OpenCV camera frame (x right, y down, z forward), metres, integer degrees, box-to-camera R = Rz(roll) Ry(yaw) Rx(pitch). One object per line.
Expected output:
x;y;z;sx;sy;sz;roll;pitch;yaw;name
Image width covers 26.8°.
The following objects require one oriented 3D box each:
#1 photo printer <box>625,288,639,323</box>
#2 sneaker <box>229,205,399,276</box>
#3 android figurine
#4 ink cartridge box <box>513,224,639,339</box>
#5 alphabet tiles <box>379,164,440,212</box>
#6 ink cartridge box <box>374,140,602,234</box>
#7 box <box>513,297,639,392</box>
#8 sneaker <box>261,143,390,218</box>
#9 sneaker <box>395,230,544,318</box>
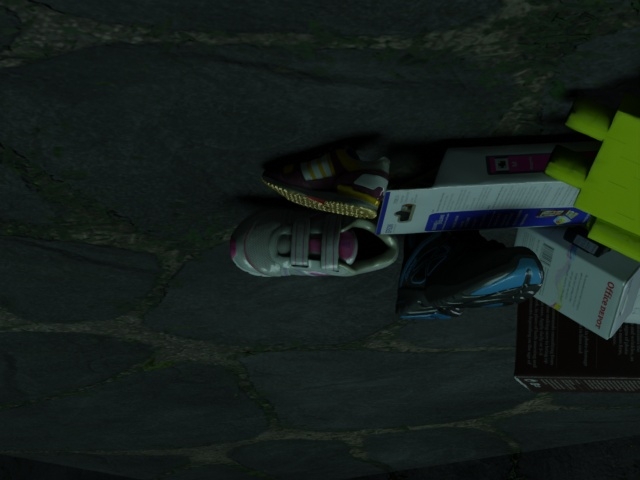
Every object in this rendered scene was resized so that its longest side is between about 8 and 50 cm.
0.533;0.023;1.973;0.256;0.107;0.307;5;146;-27;photo printer
0.000;0.000;1.870;0.252;0.102;0.111;-5;-177;-21;sneaker
0.411;-0.072;1.613;0.273;0.056;0.248;26;137;8;android figurine
0.362;0.040;1.897;0.175;0.072;0.127;32;142;25;ink cartridge box
0.224;-0.065;1.896;0.237;0.009;0.198;10;156;-36;alphabet tiles
0.260;-0.068;1.784;0.371;0.069;0.175;-5;162;-4;ink cartridge box
0.522;0.150;2.224;0.382;0.191;0.143;-2;163;23;box
0.010;-0.084;1.724;0.186;0.083;0.069;15;170;35;sneaker
0.194;0.031;1.898;0.125;0.139;0.341;3;171;-24;sneaker
